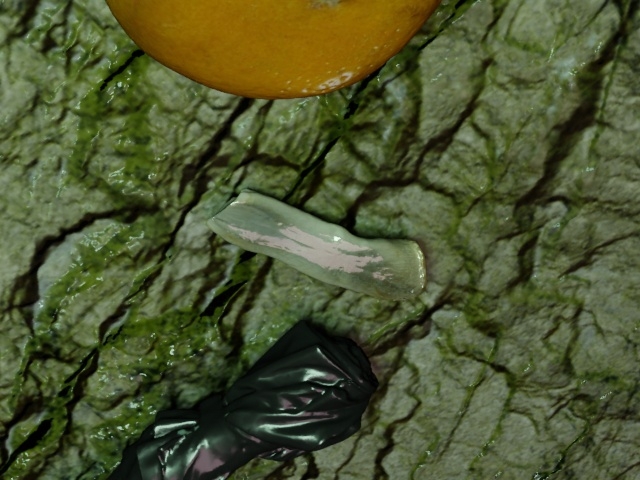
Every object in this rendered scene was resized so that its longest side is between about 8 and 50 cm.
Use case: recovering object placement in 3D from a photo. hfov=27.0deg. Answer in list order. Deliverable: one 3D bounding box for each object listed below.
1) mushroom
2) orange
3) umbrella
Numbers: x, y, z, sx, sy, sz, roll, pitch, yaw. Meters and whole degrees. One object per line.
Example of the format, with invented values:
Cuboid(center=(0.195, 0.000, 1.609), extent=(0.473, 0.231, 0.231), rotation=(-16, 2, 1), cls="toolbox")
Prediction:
Cuboid(center=(-0.002, 0.003, 1.117), extent=(0.202, 0.054, 0.059), rotation=(18, 113, -23), cls="mushroom")
Cuboid(center=(-0.029, -0.203, 0.867), extent=(0.240, 0.171, 0.240), rotation=(-10, 142, -8), cls="orange")
Cuboid(center=(-0.105, 0.187, 1.181), extent=(0.340, 0.118, 0.118), rotation=(-30, 130, 5), cls="umbrella")
